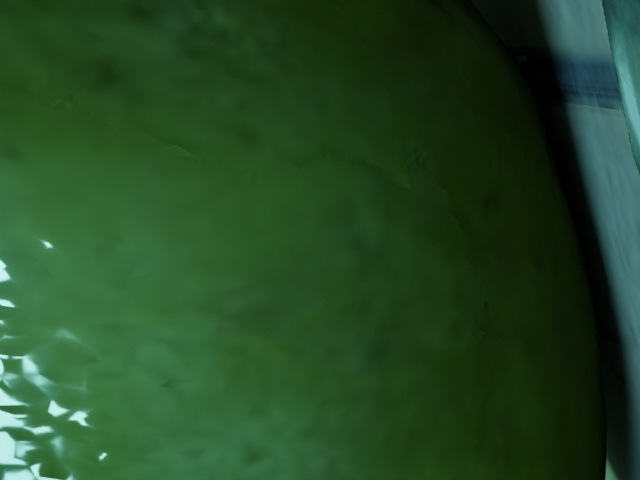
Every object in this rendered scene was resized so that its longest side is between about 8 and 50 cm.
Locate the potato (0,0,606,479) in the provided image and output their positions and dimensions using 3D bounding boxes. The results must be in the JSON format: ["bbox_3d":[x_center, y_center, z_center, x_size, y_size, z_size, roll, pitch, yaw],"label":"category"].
[{"bbox_3d":[0.000,0.000,0.455,0.330,0.213,0.280,-89,1,-49],"label":"potato"}]

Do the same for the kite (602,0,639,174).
[{"bbox_3d":[0.098,0.045,0.284,0.169,0.015,0.310,-116,7,-70],"label":"kite"}]
